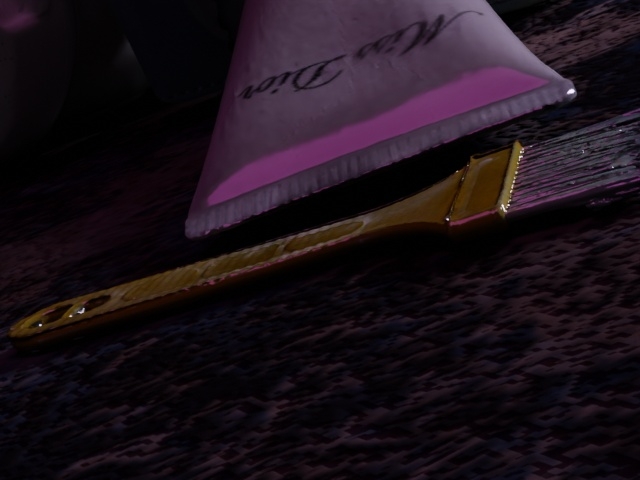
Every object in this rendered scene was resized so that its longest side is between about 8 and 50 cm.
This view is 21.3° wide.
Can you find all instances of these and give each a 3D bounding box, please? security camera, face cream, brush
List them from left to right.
[{"bbox_3d":[-0.183,-0.151,1.014,0.195,0.194,0.236,-10,14,35],"label":"security camera"},{"bbox_3d":[0.000,0.000,0.536,0.218,0.010,0.082,-16,14,14],"label":"brush"},{"bbox_3d":[0.016,-0.080,0.717,0.143,0.089,0.314,-19,24,6],"label":"face cream"}]

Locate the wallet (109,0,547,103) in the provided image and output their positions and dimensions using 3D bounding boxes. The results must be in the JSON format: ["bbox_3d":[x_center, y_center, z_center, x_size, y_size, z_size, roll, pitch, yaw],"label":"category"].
[{"bbox_3d":[-0.001,-0.180,0.892,0.250,0.176,0.075,-15,25,17],"label":"wallet"}]
